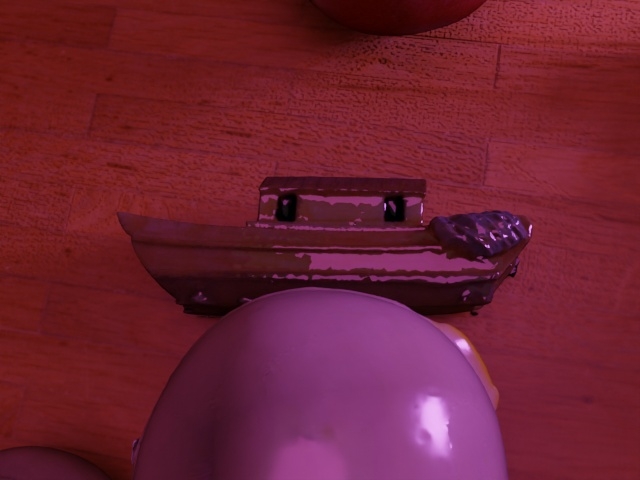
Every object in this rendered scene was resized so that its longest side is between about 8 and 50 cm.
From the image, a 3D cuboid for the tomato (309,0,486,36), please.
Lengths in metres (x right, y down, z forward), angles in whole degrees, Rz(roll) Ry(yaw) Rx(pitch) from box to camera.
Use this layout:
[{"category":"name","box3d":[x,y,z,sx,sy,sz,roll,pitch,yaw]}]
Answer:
[{"category":"tomato","box3d":[0.087,-0.382,0.712,0.322,0.321,0.321,-1,77,5]}]

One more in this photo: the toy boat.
[{"category":"toy boat","box3d":[0.000,0.000,0.733,0.446,0.136,0.162,-1,73,6]}]

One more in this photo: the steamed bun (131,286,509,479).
[{"category":"steamed bun","box3d":[0.001,0.229,0.589,0.334,0.334,0.373,2,81,6]}]

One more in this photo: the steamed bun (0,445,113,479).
[{"category":"steamed bun","box3d":[-0.288,0.319,0.679,0.232,0.145,0.231,0,92,7]}]
